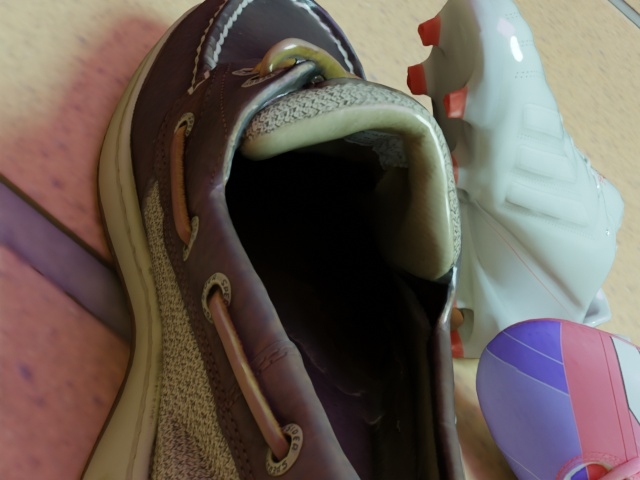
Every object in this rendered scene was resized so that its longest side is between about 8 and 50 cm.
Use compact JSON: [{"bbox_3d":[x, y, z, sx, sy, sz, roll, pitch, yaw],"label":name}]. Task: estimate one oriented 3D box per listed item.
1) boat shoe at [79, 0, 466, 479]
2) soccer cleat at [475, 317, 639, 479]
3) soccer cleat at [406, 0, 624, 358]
[{"bbox_3d":[0.000,0.000,0.474,0.123,0.123,0.342,32,32,-20],"label":"boat shoe"},{"bbox_3d":[0.141,0.133,0.528,0.248,0.083,0.095,50,35,6],"label":"soccer cleat"},{"bbox_3d":[0.077,-0.023,0.550,0.076,0.196,0.068,-13,52,-2],"label":"soccer cleat"}]
